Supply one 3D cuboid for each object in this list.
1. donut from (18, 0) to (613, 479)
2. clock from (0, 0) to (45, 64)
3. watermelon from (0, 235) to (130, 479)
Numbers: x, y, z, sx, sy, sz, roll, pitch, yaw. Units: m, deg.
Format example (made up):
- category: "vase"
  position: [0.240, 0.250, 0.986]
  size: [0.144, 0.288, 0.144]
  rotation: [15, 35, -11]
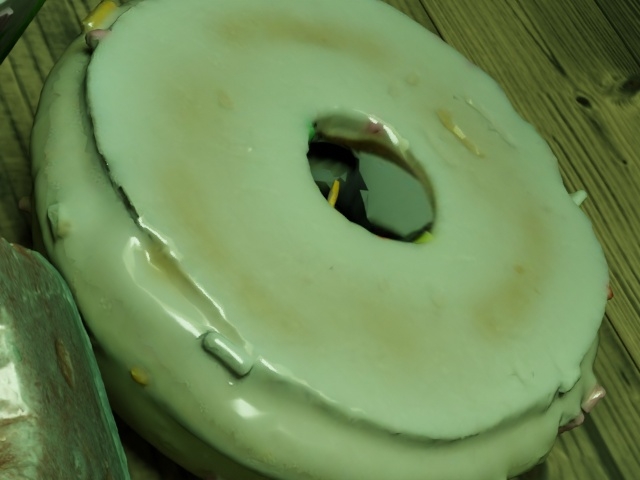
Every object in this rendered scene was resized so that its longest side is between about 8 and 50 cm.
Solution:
- category: "donut"
  position: [0.000, 0.000, 0.692]
  size: [0.382, 0.142, 0.383]
  rotation: [17, 49, -20]
- category: "clock"
  position: [-0.289, -0.082, 0.531]
  size: [0.166, 0.235, 0.309]
  rotation: [51, 54, -7]
- category: "watermelon"
  position: [-0.148, 0.114, 0.410]
  size: [0.148, 0.226, 0.318]
  rotation: [-17, 45, -9]
